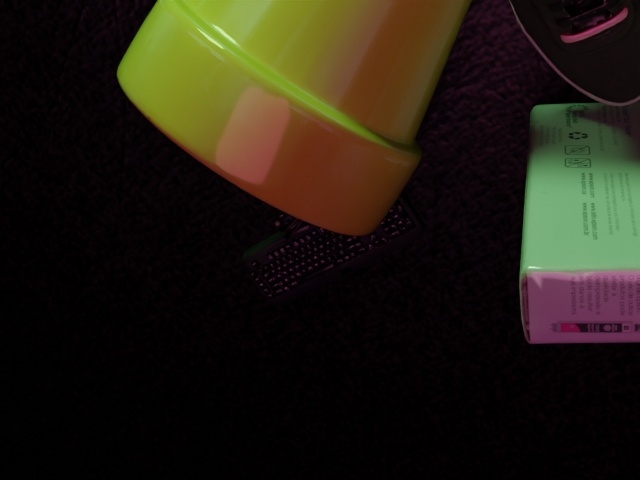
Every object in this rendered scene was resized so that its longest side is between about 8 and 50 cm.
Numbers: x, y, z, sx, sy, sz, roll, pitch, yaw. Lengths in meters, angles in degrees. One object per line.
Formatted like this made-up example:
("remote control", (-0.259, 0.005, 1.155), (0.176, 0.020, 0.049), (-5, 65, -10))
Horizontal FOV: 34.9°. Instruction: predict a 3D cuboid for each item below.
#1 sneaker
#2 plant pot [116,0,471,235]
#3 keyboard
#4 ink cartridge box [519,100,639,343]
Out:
("sneaker", (0.181, -0.212, 0.781), (0.104, 0.147, 0.296), (-23, 112, 21))
("plant pot", (0.003, -0.170, 0.828), (0.254, 0.254, 0.239), (33, 106, -4))
("keyboard", (0.000, 0.000, 1.027), (0.192, 0.038, 0.100), (-28, 106, 23))
("ink cartridge box", (0.323, -0.030, 0.774), (0.330, 0.324, 0.071), (0, 116, 14))
